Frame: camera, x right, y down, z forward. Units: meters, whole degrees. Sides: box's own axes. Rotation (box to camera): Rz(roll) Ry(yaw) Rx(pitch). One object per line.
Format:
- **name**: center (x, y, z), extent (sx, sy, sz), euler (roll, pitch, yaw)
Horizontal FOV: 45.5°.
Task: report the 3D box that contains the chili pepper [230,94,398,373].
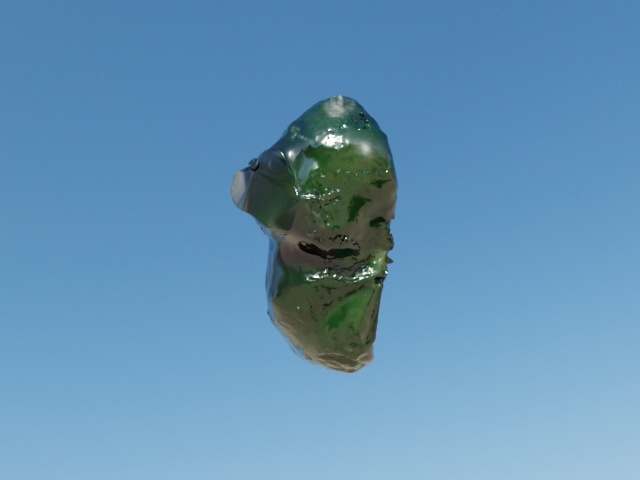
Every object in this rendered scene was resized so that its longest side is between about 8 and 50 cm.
- **chili pepper**: center (-0.006, -0.003, 0.718), extent (0.116, 0.148, 0.264), euler (-3, -73, -31)
